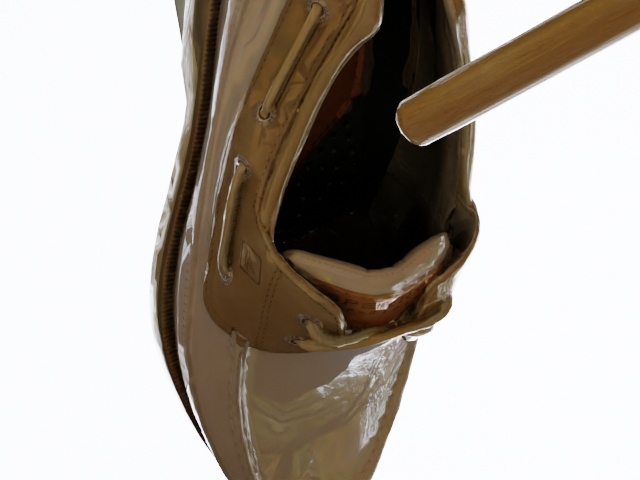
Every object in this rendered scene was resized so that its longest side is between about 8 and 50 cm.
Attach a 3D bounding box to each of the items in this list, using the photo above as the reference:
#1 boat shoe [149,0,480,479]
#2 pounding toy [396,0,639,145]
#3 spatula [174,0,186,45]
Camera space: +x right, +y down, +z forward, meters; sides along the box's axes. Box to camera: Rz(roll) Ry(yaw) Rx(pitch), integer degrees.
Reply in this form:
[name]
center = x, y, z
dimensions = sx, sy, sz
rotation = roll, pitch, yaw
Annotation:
[boat shoe]
center = 0.000, 0.000, 0.708
dimensions = 0.113, 0.103, 0.302
rotation = -16, -56, -23
[pounding toy]
center = 0.096, -0.079, 0.326
dimensions = 0.141, 0.130, 0.100
rotation = -3, -95, -17
[spatula]
center = 0.003, -0.192, 0.721
dimensions = 0.019, 0.168, 0.242
rotation = 41, -36, 46
